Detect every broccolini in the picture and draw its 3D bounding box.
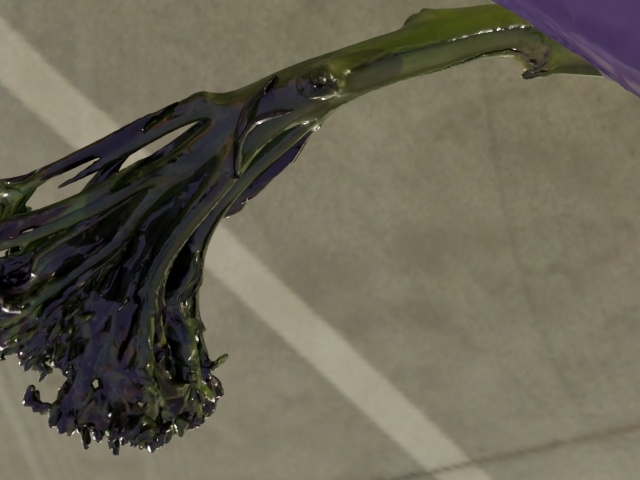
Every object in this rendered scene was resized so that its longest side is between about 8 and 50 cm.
[{"bbox_3d":[0.008,-0.004,0.469,0.271,0.062,0.123,-18,129,-6],"label":"broccolini"}]

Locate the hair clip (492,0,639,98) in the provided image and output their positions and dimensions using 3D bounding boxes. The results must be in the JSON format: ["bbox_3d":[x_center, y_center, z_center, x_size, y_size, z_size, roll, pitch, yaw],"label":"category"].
[{"bbox_3d":[0.121,-0.028,0.273,0.090,0.278,0.137,-16,138,-31],"label":"hair clip"}]
